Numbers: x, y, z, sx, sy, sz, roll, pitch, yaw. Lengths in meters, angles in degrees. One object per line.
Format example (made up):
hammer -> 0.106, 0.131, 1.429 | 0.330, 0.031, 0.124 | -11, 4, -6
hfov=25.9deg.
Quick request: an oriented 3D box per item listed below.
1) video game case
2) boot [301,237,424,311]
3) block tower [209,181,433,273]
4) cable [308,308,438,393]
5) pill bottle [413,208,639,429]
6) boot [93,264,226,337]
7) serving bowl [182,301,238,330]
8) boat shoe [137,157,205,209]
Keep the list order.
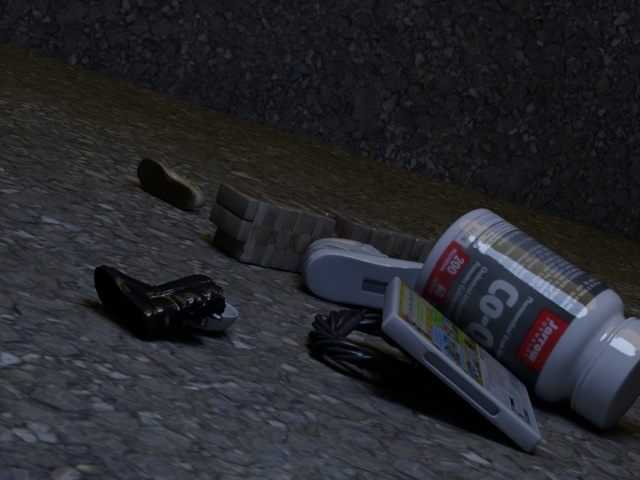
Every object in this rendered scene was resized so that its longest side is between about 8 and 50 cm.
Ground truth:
video game case -> 0.154, 0.133, 1.556 | 0.206, 0.026, 0.227 | 40, 10, -3
boot -> 0.102, 0.052, 1.899 | 0.258, 0.095, 0.123 | 17, 16, -5
block tower -> 0.000, 0.000, 2.015 | 0.335, 0.091, 0.097 | 13, 12, -35
cable -> 0.058, 0.123, 1.595 | 0.150, 0.047, 0.184 | 13, 14, -7
pill bottle -> 0.268, 0.097, 1.711 | 0.283, 0.161, 0.161 | 35, 15, 24
boot -> -0.164, 0.054, 1.435 | 0.099, 0.045, 0.121 | -17, 38, -36
serving bowl -> -0.132, 0.078, 1.500 | 0.083, 0.027, 0.083 | 18, 10, -3
boat shoe -> -0.233, -0.085, 2.177 | 0.135, 0.050, 0.045 | 38, 15, 32
